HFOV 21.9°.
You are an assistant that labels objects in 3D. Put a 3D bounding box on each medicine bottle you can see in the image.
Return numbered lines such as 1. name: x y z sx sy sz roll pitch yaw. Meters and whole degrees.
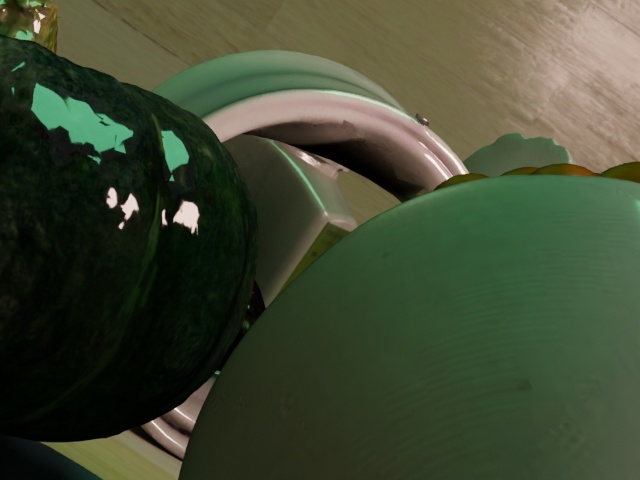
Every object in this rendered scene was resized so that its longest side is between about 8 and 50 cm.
1. medicine bottle: -0.050 -0.020 1.058 0.132 0.188 0.088 36 4 16

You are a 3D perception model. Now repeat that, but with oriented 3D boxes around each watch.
1. watch: 0.000 0.000 0.852 0.231 0.244 0.196 40 3 -19

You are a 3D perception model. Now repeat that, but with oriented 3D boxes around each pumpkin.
1. pumpkin: -0.124 -0.015 0.584 0.211 0.152 0.211 21 -13 5

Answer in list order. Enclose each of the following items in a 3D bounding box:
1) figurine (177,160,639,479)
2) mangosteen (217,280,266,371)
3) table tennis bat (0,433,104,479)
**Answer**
1. figurine: 0.122 0.120 0.565 0.205 0.224 0.382 42 7 38
2. mangosteen: -0.072 0.045 0.970 0.081 0.081 0.081 34 4 -3
3. table tennis bat: -0.073 0.108 0.590 0.155 0.019 0.100 32 3 -3
